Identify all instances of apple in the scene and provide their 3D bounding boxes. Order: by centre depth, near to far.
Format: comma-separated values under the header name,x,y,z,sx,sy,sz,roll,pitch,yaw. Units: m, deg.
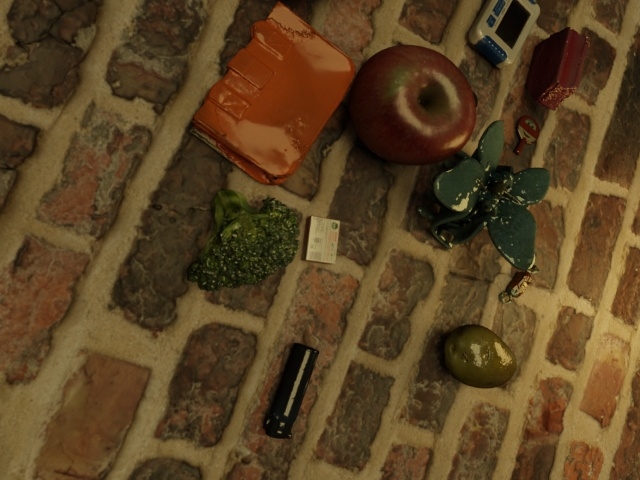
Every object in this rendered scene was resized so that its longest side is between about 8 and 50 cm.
name,x,y,z,sx,sy,sz,roll,pitch,yaw
apple,0.240,-0.357,1.335,0.345,0.269,0.344,0,89,-17

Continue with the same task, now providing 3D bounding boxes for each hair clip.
name,x,y,z,sx,sy,sz,roll,pitch,yaw
hair clip,0.455,-0.138,1.422,0.392,0.238,0.318,36,75,-18

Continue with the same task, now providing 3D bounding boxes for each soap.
name,x,y,z,sx,sy,sz,roll,pitch,yaw
soap,0.779,-0.557,1.611,0.099,0.162,0.250,20,79,-19

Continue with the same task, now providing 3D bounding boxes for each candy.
name,x,y,z,sx,sy,sz,roll,pitch,yaw
candy,0.655,0.137,1.591,0.053,0.046,0.182,45,75,-12

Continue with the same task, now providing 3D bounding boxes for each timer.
name,x,y,z,sx,sy,sz,roll,pitch,yaw
timer,0.598,-0.709,1.595,0.178,0.078,0.253,35,77,-18

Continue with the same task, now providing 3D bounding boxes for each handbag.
name,x,y,z,sx,sy,sz,roll,pitch,yaw
handbag,-0.118,-0.375,1.285,0.303,0.116,0.410,35,75,-13

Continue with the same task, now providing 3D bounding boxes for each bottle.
name,x,y,z,sx,sy,sz,roll,pitch,yaw
bottle,-0.078,0.395,1.279,0.082,0.072,0.244,20,80,-8

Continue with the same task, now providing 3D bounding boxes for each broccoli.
name,x,y,z,sx,sy,sz,roll,pitch,yaw
broccoli,-0.198,-0.004,1.213,0.288,0.248,0.245,-9,54,-12

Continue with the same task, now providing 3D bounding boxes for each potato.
name,x,y,z,sx,sy,sz,roll,pitch,yaw
potato,0.484,0.353,1.458,0.251,0.159,0.174,24,103,-27

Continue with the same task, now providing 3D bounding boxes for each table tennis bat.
name,x,y,z,sx,sy,sz,roll,pitch,yaw
table tennis bat,0.692,-0.354,1.648,0.098,0.019,0.154,35,73,-16

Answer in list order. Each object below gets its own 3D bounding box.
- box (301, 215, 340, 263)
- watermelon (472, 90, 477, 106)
name,x,y,z,sx,sy,sz,roll,pitch,yaw
box,0.000,0.000,1.344,0.089,0.043,0.125,10,83,-20
watermelon,0.445,-0.421,1.522,0.078,0.078,0.110,36,76,-16
